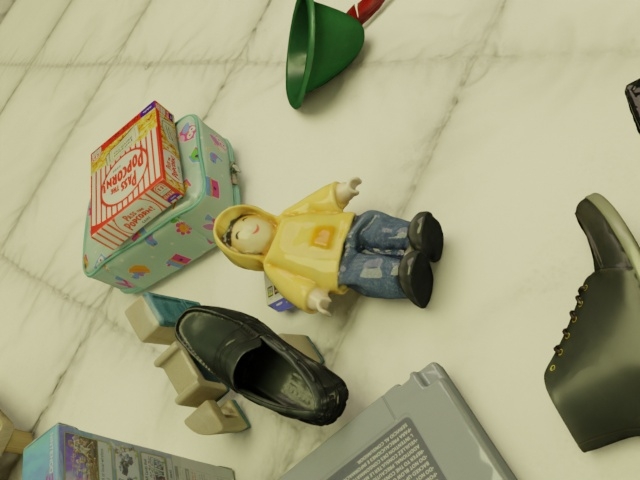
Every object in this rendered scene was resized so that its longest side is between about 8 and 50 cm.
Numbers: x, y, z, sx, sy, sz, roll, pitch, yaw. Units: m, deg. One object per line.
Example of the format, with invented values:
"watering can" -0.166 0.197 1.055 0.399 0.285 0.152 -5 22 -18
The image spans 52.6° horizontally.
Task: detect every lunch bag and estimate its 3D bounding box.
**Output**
"lunch bag" -0.250 -0.061 1.032 0.279 0.108 0.224 -30 47 21

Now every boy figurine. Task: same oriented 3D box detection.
"boy figurine" 0.000 0.000 0.772 0.285 0.092 0.177 9 69 29

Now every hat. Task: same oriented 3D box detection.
"hat" 0.054 -0.296 0.990 0.173 0.184 0.208 -104 22 -47

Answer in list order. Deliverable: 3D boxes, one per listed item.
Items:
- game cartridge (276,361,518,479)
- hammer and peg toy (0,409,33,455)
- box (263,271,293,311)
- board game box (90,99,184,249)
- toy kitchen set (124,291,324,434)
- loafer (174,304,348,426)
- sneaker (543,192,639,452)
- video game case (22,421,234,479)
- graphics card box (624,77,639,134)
"game cartridge" 0.048 0.278 0.613 0.294 0.060 0.196 -41 42 12
"hammer and peg toy" -0.643 0.362 1.075 0.361 0.127 0.266 14 75 44
"box" -0.037 0.031 0.856 0.081 0.028 0.136 -28 52 23
"board game box" -0.277 -0.101 0.967 0.147 0.045 0.193 -35 45 17
"toy kitchen set" -0.112 0.123 0.822 0.166 0.122 0.207 -42 65 10
"loafer" -0.074 0.126 0.690 0.223 0.078 0.076 24 88 27
"sneaker" 0.238 0.064 0.567 0.118 0.083 0.222 -27 50 24
"video game case" -0.163 0.331 0.613 0.061 0.244 0.269 -36 46 17
"graphics card box" 0.417 -0.085 0.408 0.371 0.233 0.094 -22 52 27
